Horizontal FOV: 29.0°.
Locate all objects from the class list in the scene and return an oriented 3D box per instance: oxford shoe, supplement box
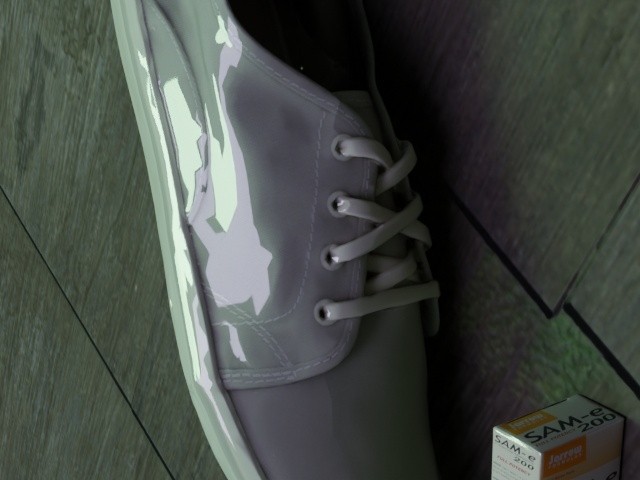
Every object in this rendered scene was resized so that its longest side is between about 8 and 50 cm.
[{"bbox_3d":[0.000,0.000,0.706,0.130,0.169,0.449,-16,88,35],"label":"oxford shoe"},{"bbox_3d":[0.123,0.138,0.649,0.036,0.062,0.098,26,124,50],"label":"supplement box"}]
